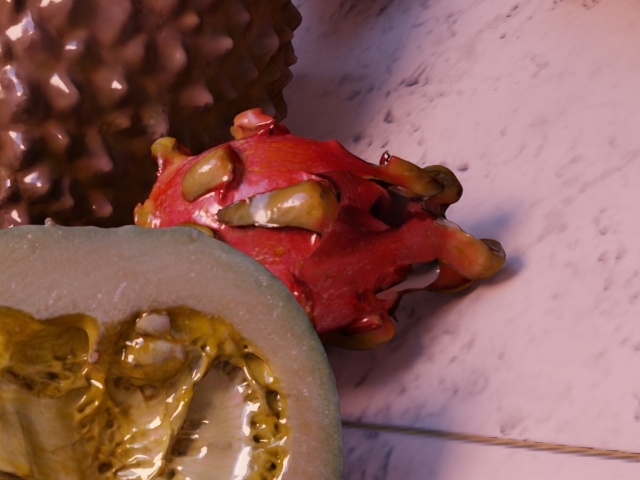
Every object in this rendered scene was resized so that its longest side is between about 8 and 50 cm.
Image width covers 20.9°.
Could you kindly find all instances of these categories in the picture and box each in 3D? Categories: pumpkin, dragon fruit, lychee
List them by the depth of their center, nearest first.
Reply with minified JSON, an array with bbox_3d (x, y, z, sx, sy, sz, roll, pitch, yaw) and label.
[{"bbox_3d":[-0.151,0.135,0.882,0.197,0.293,0.263,146,122,-72],"label":"pumpkin"},{"bbox_3d":[0.000,0.000,0.976,0.208,0.150,0.133,6,58,0],"label":"dragon fruit"},{"bbox_3d":[-0.196,-0.125,1.157,0.380,0.380,0.432,-14,62,38],"label":"lychee"}]
